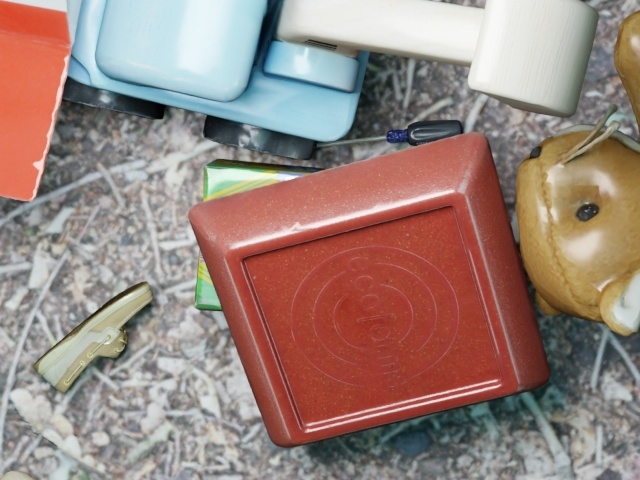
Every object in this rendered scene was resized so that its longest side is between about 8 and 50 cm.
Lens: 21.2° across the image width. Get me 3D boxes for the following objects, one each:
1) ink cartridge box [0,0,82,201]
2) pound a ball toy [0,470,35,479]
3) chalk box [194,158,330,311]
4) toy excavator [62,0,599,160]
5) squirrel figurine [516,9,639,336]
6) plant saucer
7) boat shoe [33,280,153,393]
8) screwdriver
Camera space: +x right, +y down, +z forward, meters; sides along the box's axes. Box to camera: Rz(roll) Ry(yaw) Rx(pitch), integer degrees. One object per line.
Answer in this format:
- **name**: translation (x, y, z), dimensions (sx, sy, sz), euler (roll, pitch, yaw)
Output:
- **ink cartridge box**: translation (-0.341, -0.249, 1.380), dimensions (0.308, 0.091, 0.385), euler (12, 88, 13)
- **pound a ball toy**: translation (-0.333, 0.387, 1.524), dimensions (0.208, 0.136, 0.319), euler (-7, 115, -33)
- **chalk box**: translation (0.000, 0.000, 1.538), dimensions (0.213, 0.132, 0.132), euler (4, 94, -1)
- **toy excavator**: translation (-0.025, -0.174, 1.370), dimensions (0.433, 0.445, 0.222), euler (13, 94, -2)
- **squirrel figurine**: translation (0.364, -0.018, 1.444), dimensions (0.370, 0.281, 0.397), euler (-37, 105, -12)
- **plant saucer**: translation (0.046, 0.059, 1.445), dimensions (0.259, 0.047, 0.258), euler (-14, 118, 7)
- **boat shoe**: translation (-0.203, 0.090, 1.588), dimensions (0.135, 0.050, 0.045), euler (-38, 96, 12)
- **screwdriver**: translation (0.048, -0.094, 1.585), dimensions (0.170, 0.025, 0.024), euler (-6, 93, 0)
